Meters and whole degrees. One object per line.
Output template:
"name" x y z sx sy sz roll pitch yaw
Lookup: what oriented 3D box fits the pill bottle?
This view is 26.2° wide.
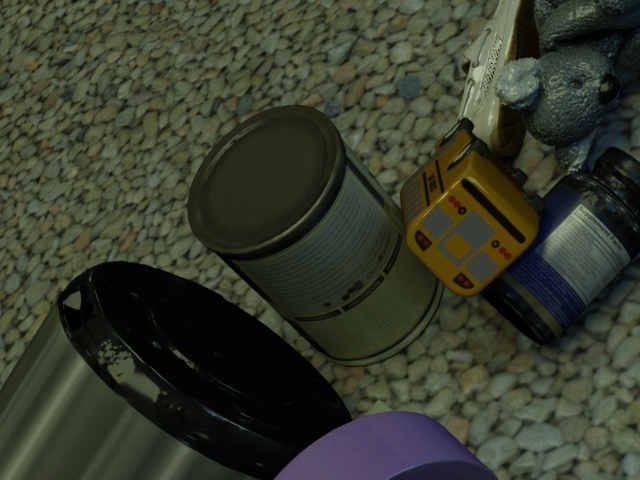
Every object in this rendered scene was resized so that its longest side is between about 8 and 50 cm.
"pill bottle" 0.284 0.003 1.546 0.219 0.123 0.123 -46 44 -3

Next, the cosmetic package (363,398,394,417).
"cosmetic package" 0.054 0.246 1.569 0.115 0.060 0.041 -50 46 -5

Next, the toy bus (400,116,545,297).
"toy bus" 0.166 -0.045 1.562 0.130 0.108 0.332 -45 7 10

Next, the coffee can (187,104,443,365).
"coffee can" 0.000 0.000 1.637 0.202 0.275 0.201 -19 49 23

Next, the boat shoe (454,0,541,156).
"boat shoe" 0.225 -0.234 1.784 0.096 0.098 0.277 0 59 34

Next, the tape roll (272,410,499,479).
"tape roll" 0.053 0.308 1.367 0.275 0.275 0.090 -46 45 -3

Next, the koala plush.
"koala plush" 0.312 -0.202 1.649 0.203 0.196 0.221 11 65 52

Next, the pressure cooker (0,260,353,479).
"pressure cooker" -0.208 0.279 1.490 0.420 0.370 0.375 -56 41 12
